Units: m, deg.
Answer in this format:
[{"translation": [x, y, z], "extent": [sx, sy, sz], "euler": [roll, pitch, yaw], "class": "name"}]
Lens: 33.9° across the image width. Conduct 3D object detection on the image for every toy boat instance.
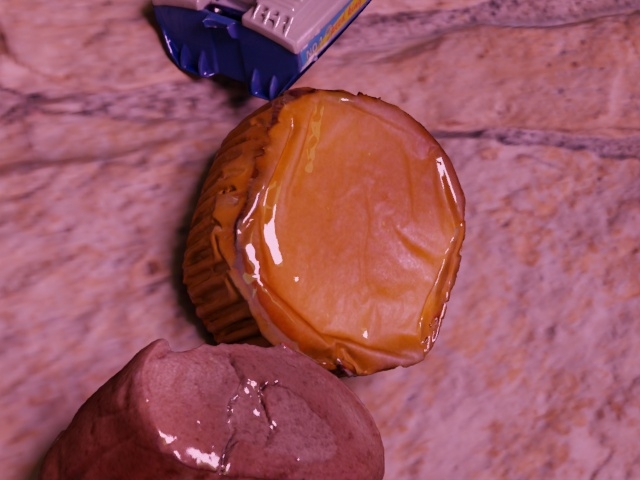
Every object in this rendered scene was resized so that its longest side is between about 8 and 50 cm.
[{"translation": [0.007, -0.234, 0.787], "extent": [0.129, 0.088, 0.295], "euler": [23, 56, 24], "class": "toy boat"}]

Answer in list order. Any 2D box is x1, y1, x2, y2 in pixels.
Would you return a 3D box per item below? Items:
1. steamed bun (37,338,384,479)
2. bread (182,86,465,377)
[{"translation": [-0.066, 0.125, 0.616], "extent": [0.175, 0.145, 0.106], "euler": [17, 47, -37], "class": "steamed bun"}, {"translation": [-0.001, -0.001, 0.718], "extent": [0.199, 0.104, 0.199], "euler": [8, 74, -30], "class": "bread"}]
